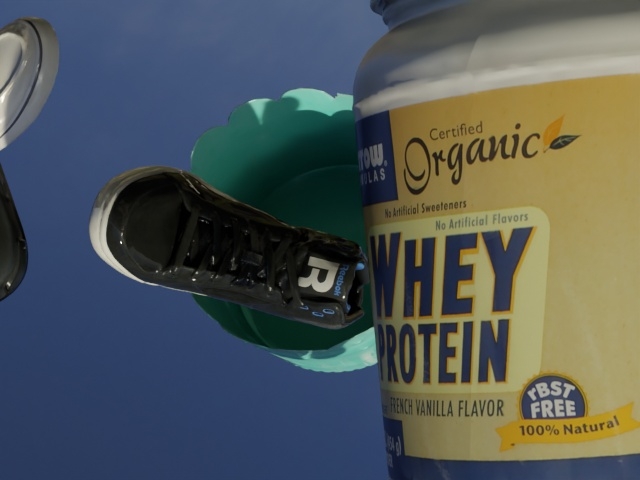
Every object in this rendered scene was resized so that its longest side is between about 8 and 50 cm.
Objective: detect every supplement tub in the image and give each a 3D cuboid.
[{"bbox_3d":[0.136,-0.009,0.792,0.228,0.228,0.316,-4,-92,-54],"label":"supplement tub"}]

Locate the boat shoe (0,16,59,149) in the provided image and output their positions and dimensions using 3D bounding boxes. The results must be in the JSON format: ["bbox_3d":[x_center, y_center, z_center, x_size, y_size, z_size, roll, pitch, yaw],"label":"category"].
[{"bbox_3d":[-0.375,-0.131,1.514,0.088,0.267,0.096,2,-124,-58],"label":"boat shoe"}]

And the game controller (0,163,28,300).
[{"bbox_3d":[-0.354,-0.082,1.189,0.067,0.167,0.319,30,-141,-80],"label":"game controller"}]

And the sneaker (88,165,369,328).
[{"bbox_3d":[-0.041,0.007,0.976,0.121,0.079,0.217,12,176,35],"label":"sneaker"}]

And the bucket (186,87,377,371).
[{"bbox_3d":[0.000,0.000,1.518,0.281,0.281,0.183,48,179,21],"label":"bucket"}]
